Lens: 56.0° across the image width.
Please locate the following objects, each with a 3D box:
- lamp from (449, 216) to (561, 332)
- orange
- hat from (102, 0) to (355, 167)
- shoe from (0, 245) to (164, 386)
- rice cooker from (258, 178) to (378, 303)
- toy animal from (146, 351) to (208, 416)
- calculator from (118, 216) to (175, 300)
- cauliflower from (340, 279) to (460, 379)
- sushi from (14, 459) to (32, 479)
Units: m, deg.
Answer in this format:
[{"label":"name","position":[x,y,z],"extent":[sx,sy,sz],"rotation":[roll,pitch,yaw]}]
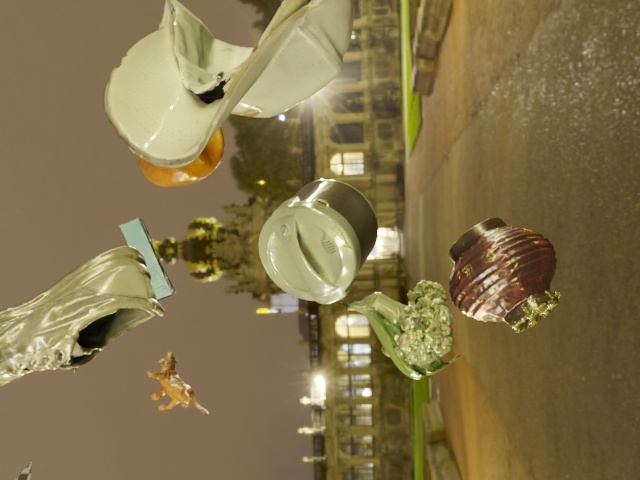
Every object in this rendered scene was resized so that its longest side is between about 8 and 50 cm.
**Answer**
[{"label":"lamp","position":[0.388,0.077,1.272],"extent":[0.247,0.247,0.246],"rotation":[-2,-90,-83]},{"label":"orange","position":[-0.355,-0.243,1.525],"extent":[0.183,0.249,0.248],"rotation":[40,-141,-37]},{"label":"hat","position":[-0.094,-0.186,0.713],"extent":[0.168,0.258,0.301],"rotation":[57,-133,-42]},{"label":"shoe","position":[-0.318,0.115,0.718],"extent":[0.098,0.275,0.103],"rotation":[49,164,27]},{"label":"rice cooker","position":[-0.002,0.002,1.589],"extent":[0.277,0.289,0.288],"rotation":[-53,-37,-57]},{"label":"toy animal","position":[-0.433,0.474,1.868],"extent":[0.116,0.255,0.114],"rotation":[-25,-38,-48]},{"label":"calculator","position":[-0.348,0.039,1.214],"extent":[0.171,0.057,0.018],"rotation":[66,-164,-5]},{"label":"cauliflower","position":[0.200,0.206,1.495],"extent":[0.238,0.315,0.256],"rotation":[-58,0,21]},{"label":"sushi","position":[-0.581,0.575,1.121],"extent":[0.047,0.231,0.219],"rotation":[31,-162,-36]}]
